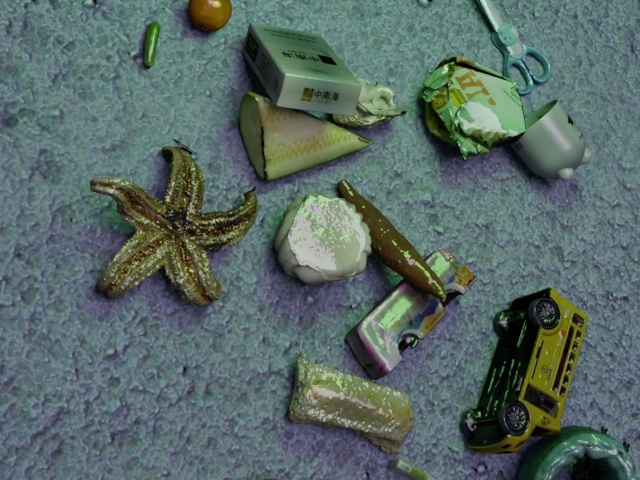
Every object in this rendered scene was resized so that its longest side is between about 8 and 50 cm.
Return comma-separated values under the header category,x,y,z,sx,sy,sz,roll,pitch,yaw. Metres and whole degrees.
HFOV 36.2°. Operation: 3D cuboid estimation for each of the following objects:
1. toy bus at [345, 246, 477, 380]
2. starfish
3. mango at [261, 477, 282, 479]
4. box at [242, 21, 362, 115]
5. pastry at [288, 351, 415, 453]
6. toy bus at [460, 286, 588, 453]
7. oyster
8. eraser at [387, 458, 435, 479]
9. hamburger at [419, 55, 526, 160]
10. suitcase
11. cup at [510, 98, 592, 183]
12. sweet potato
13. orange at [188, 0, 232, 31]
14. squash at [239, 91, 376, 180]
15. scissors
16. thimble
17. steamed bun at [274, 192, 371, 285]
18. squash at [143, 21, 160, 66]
category,x,y,z,sx,sy,sz,roll,pitch,yaw
toy bus,0.169,0.136,1.834,0.112,0.090,0.274,48,62,1
starfish,-0.259,-0.033,1.672,0.312,0.113,0.303,18,71,-30
mango,-0.105,0.531,1.582,0.177,0.120,0.295,29,67,-24
box,-0.038,-0.314,1.792,0.155,0.067,0.243,4,32,-23
pastry,0.061,0.300,1.744,0.258,0.089,0.122,24,80,-15
toy bus,0.397,0.264,1.874,0.151,0.145,0.331,31,64,-17
oyster,0.067,-0.275,1.918,0.191,0.081,0.163,40,38,6
eraser,0.166,0.424,1.782,0.083,0.038,0.019,31,60,-16
hamburger,0.302,-0.251,1.986,0.214,0.125,0.235,10,68,-16
suitcase,0.557,0.443,1.951,0.086,0.059,0.126,34,67,-12
cup,0.483,-0.202,2.069,0.134,0.173,0.142,-40,97,3
sweet potato,0.124,0.009,1.824,0.072,0.066,0.314,-36,64,-6
orange,-0.206,-0.428,1.816,0.083,0.083,0.084,7,73,-23
squash,-0.023,-0.230,1.834,0.252,0.093,0.169,-21,122,-27
scissors,0.403,-0.441,2.134,0.125,0.030,0.256,-37,96,-28
thimble,0.478,0.464,1.826,0.198,0.143,0.235,31,87,1
steamed bun,0.000,0.000,1.782,0.182,0.106,0.183,6,72,-19
squash,-0.307,-0.357,1.780,0.027,0.027,0.089,13,72,-22
